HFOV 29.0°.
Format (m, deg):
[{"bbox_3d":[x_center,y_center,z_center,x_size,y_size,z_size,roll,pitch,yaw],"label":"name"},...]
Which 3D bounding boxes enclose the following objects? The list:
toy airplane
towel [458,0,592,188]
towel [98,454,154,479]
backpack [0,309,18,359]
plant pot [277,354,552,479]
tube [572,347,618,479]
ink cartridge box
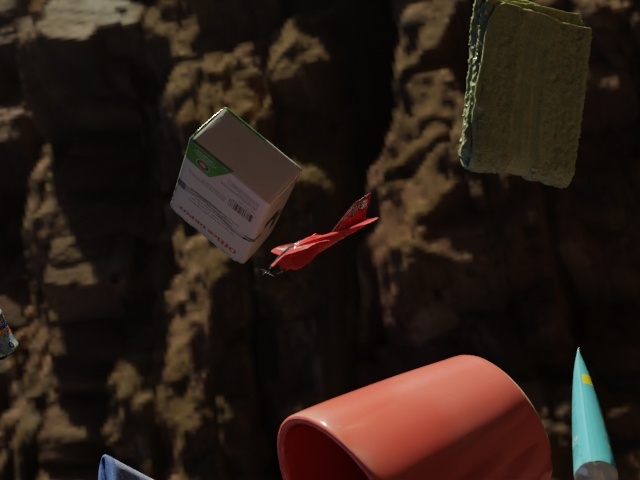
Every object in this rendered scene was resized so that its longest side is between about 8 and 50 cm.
[{"bbox_3d":[0.000,0.000,1.326,0.028,0.151,0.151,58,-162,-8],"label":"toy airplane"},{"bbox_3d":[0.163,-0.120,0.987,0.027,0.110,0.148,167,111,-67],"label":"towel"},{"bbox_3d":[-0.096,0.330,1.113,0.285,0.034,0.209,39,-147,-41],"label":"towel"},{"bbox_3d":[-0.528,0.129,1.769,0.173,0.158,0.117,-11,-77,-32],"label":"backpack"},{"bbox_3d":[0.123,0.275,1.467,0.243,0.275,0.275,-27,-63,-28],"label":"plant pot"},{"bbox_3d":[0.340,0.230,1.572,0.207,0.052,0.080,-81,-14,-57],"label":"tube"},{"bbox_3d":[-0.130,-0.077,1.845,0.087,0.153,0.208,-48,-6,-30],"label":"ink cartridge box"}]
